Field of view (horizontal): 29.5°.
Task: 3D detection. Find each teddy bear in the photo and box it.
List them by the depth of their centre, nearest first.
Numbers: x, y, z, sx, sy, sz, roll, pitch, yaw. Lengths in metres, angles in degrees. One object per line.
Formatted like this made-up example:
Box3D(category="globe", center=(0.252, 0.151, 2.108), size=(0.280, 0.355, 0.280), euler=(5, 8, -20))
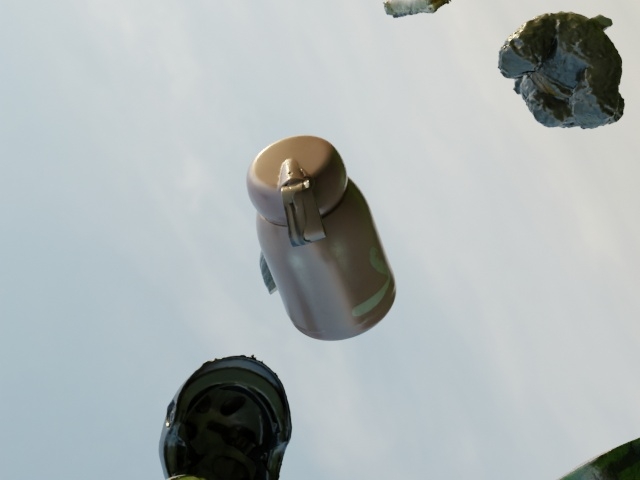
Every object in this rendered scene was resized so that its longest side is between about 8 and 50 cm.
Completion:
Box3D(category="teddy bear", center=(0.316, -0.211, 1.570), size=(0.177, 0.140, 0.190), euler=(31, 162, 9))

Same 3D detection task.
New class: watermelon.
Box3D(category="watermelon", center=(0.393, 0.309, 1.644), size=(0.063, 0.245, 0.119), euler=(58, -169, 7))

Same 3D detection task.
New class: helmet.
Box3D(category="helmet", center=(-0.182, 0.350, 2.207), size=(0.225, 0.177, 0.305), euler=(13, -96, -18))

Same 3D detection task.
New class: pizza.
Box3D(category="pizza", center=(0.150, -0.342, 1.658), size=(0.036, 0.185, 0.176), euler=(55, -146, -16))

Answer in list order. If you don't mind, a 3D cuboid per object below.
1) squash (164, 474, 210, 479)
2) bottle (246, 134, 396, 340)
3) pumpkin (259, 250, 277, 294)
Box3D(category="squash", center=(-0.206, 0.472, 1.926), size=(0.170, 0.170, 0.123), euler=(34, 180, -39))
Box3D(category="bottle", center=(0.000, 0.000, 1.738), size=(0.206, 0.173, 0.296), euler=(-98, -8, -50))
Box3D(category="pumpkin", center=(-0.048, 0.029, 2.173), size=(0.107, 0.119, 0.183), euler=(59, -167, 13))
